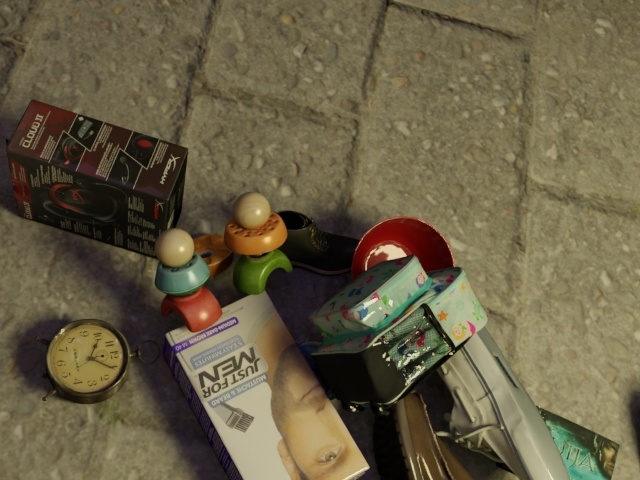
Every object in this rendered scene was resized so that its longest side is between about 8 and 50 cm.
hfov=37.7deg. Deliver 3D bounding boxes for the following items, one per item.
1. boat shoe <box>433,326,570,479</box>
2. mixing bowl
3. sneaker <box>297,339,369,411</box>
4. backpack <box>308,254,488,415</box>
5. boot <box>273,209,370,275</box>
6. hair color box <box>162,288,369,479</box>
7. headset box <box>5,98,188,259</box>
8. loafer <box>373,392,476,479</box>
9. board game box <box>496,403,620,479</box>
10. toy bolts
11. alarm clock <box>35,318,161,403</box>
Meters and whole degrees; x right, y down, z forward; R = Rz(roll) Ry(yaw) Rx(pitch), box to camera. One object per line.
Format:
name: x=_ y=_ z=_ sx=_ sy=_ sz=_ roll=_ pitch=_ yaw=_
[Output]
boat shoe: x=0.255 y=0.284 z=1.519 sx=0.156 sy=0.136 sz=0.367 roll=-39 pitch=56 yaw=16
mixing bowl: x=0.130 y=0.050 z=1.625 sx=0.181 sy=0.098 sz=0.181 roll=0 pitch=90 yaw=-12
sneaker: x=0.022 y=0.225 z=1.552 sx=0.162 sy=0.063 sz=0.073 roll=31 pitch=65 yaw=5
backpack: x=0.122 y=0.130 z=1.460 sx=0.253 sy=0.225 sz=0.191 roll=-28 pitch=94 yaw=-26
boot: x=0.000 y=0.000 z=1.618 sx=0.198 sy=0.137 sz=0.077 roll=-1 pitch=64 yaw=-12
hair color box: x=-0.092 y=0.266 z=1.483 sx=0.185 sy=0.110 sz=0.339 roll=-25 pitch=72 yaw=-23
headset box: x=-0.378 y=-0.098 z=1.547 sx=0.293 sy=0.218 sz=0.110 roll=17 pitch=60 yaw=-2
loafer: x=0.187 y=0.401 z=1.467 sx=0.130 sy=0.134 sz=0.366 roll=-13 pitch=77 yaw=-20
board game box: x=0.401 y=0.360 z=1.577 sx=0.186 sy=0.026 sz=0.126 roll=25 pitch=62 yaw=2
toy bolts: x=-0.188 y=0.011 z=1.504 sx=0.218 sy=0.158 sz=0.228 roll=18 pitch=41 yaw=36
alarm clock: x=-0.349 y=0.191 z=1.493 sx=0.192 sy=0.064 sz=0.129 roll=-8 pitch=65 yaw=-13
